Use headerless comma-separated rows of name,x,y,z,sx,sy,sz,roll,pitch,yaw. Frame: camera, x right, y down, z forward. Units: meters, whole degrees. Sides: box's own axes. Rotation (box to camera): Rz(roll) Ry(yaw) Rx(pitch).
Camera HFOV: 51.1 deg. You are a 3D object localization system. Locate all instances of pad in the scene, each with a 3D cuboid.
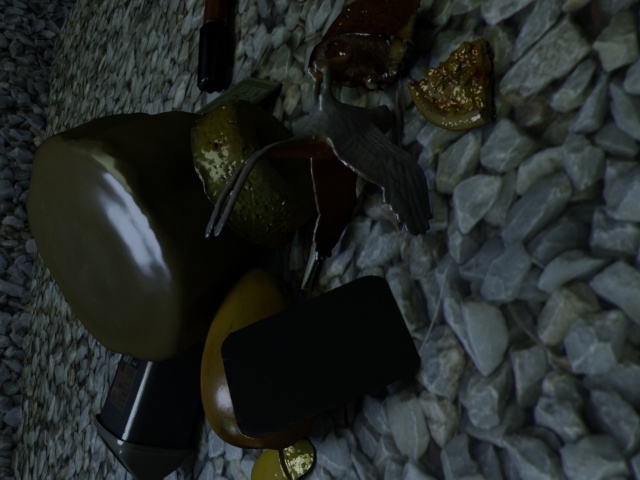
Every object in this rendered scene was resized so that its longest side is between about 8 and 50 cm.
pad,-0.008,0.159,0.946,0.267,0.004,0.181,-22,50,2

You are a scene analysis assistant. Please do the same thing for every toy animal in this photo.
toy animal,-0.019,-0.128,0.962,0.225,0.284,0.302,-15,69,55

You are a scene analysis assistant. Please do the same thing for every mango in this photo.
mango,-0.102,0.191,1.085,0.211,0.173,0.317,-48,36,33

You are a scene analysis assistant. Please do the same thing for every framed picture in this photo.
framed picture,-0.206,-0.272,1.398,0.231,0.010,0.173,-40,33,-16

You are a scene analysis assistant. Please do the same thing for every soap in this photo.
soap,-0.069,0.372,1.095,0.168,0.033,0.089,-54,43,29

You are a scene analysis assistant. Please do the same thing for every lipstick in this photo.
lipstick,-0.250,-0.551,1.623,0.077,0.077,0.418,-23,60,51

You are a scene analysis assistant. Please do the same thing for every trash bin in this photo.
trash bin,-0.350,0.335,1.395,0.209,0.182,0.290,9,81,56

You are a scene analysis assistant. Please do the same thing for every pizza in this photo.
pizza,0.185,-0.213,0.908,0.131,0.041,0.178,-57,39,25

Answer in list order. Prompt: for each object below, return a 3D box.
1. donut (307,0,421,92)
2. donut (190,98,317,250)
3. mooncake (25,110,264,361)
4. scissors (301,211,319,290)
donut,0.072,-0.313,1.031,0.186,0.144,0.126,120,173,-68
donut,-0.097,-0.126,1.130,0.107,0.272,0.272,-30,53,22
mooncake,-0.327,-0.016,1.256,0.467,0.262,0.467,17,120,33
scissors,0.000,0.000,1.125,0.085,0.022,0.176,24,96,59
